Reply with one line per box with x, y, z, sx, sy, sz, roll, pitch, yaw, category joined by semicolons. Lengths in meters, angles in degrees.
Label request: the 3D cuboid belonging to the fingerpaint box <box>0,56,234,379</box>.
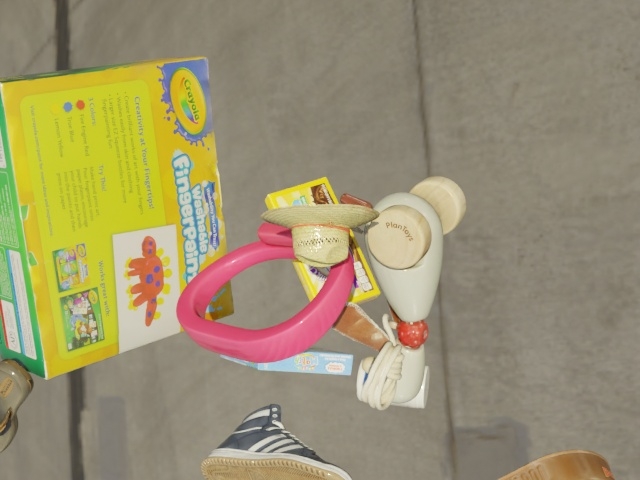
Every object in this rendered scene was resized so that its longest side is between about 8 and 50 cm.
-0.347;-0.054;1.577;0.163;0.371;0.445;10;111;45;fingerpaint box

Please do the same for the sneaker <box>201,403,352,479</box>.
-0.049;0.358;1.647;0.282;0.153;0.099;1;117;31;sneaker

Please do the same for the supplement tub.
0.115;0.225;1.548;0.071;0.107;0.071;4;-90;-77;supplement tub

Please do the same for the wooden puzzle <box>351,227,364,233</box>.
0.044;-0.025;1.653;0.049;0.083;0.006;35;-106;-76;wooden puzzle

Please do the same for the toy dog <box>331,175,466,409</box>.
0.085;0.060;1.380;0.161;0.220;0.334;18;96;26;toy dog

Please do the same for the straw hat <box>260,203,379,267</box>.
0.000;0.000;1.173;0.144;0.144;0.061;-21;67;58;straw hat

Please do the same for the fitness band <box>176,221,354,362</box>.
-0.074;0.069;1.327;0.291;0.054;0.209;6;51;48;fitness band

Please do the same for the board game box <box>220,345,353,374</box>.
-0.061;0.193;1.636;0.211;0.160;0.039;180;96;-69;board game box

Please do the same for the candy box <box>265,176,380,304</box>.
0.003;0.009;1.489;0.206;0.105;0.027;65;158;15;candy box

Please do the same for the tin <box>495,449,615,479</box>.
0.172;0.248;0.858;0.189;0.106;0.040;-31;36;11;tin

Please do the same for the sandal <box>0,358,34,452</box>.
-0.509;0.269;1.528;0.219;0.090;0.060;-50;4;38;sandal
